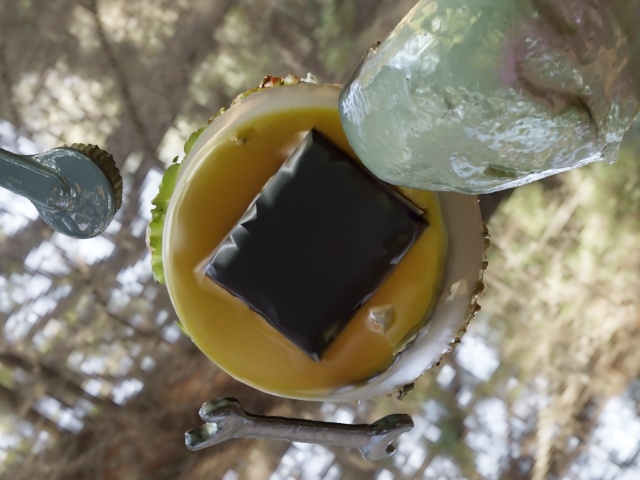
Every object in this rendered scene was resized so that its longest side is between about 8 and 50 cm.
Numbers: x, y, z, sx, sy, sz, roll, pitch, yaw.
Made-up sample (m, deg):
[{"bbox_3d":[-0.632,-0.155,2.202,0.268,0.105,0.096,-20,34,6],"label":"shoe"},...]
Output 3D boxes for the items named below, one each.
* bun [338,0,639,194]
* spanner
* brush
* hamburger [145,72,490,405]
[{"bbox_3d":[0.157,-0.136,1.244,0.187,0.293,0.293,43,-171,-5],"label":"bun"},{"bbox_3d":[-0.012,0.145,1.289,0.254,0.054,0.015,13,-141,-51],"label":"spanner"},{"bbox_3d":[-0.246,-0.068,1.061,0.266,0.062,0.027,21,-148,9],"label":"brush"},{"bbox_3d":[0.000,0.000,1.438,0.294,0.276,0.179,36,-168,7],"label":"hamburger"}]
